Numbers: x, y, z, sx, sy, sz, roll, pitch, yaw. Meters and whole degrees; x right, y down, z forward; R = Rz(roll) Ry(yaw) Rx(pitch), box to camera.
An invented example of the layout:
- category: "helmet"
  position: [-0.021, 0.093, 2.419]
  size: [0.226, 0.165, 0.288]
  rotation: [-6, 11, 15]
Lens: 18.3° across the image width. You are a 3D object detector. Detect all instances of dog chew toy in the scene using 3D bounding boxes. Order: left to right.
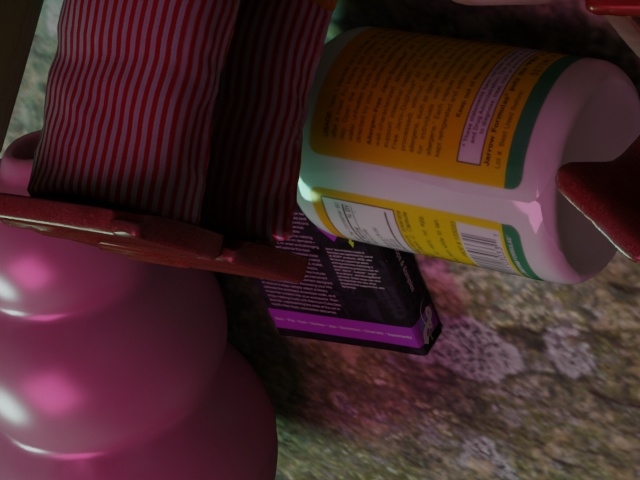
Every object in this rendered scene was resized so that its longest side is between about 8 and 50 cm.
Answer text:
- category: "dog chew toy"
  position: [-0.147, 0.077, 1.324]
  size: [0.207, 0.206, 0.331]
  rotation: [11, 129, 33]

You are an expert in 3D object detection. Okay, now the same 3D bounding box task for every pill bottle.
- category: "pill bottle"
  position: [0.056, -0.051, 1.059]
  size: [0.208, 0.117, 0.117]
  rotation: [12, 138, 32]

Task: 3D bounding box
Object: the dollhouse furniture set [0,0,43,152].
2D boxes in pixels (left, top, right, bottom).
- category: "dollhouse furniture set"
  position: [-0.397, -0.156, 1.150]
  size: [0.394, 0.362, 0.256]
  rotation: [-12, 126, 12]

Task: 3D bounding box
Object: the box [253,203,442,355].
- category: "box"
  position: [0.000, 0.000, 1.244]
  size: [0.116, 0.029, 0.162]
  rotation: [7, 136, 35]

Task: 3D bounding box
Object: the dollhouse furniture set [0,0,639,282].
- category: "dollhouse furniture set"
  position: [0.035, -0.080, 0.915]
  size: [0.374, 0.201, 0.152]
  rotation: [6, 174, 33]
